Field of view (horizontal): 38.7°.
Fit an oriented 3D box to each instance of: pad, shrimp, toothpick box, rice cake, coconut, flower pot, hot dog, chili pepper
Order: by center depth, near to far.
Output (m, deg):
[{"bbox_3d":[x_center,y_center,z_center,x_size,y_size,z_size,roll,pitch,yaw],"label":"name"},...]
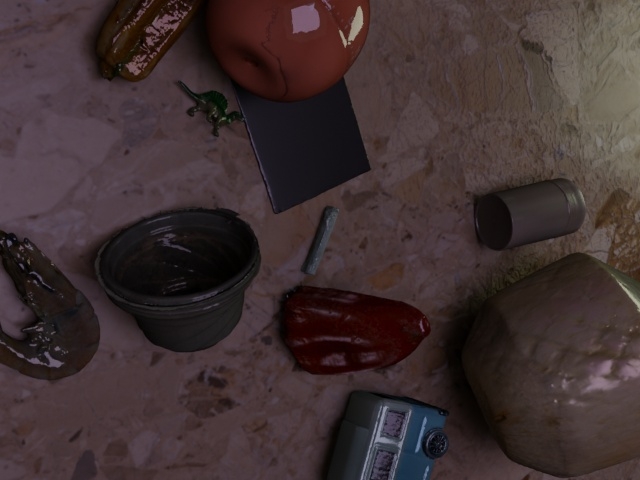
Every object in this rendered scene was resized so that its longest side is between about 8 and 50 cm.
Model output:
[{"bbox_3d":[-0.411,0.091,1.249,0.145,0.059,0.254,-43,120,-9],"label":"shrimp"},{"bbox_3d":[-0.238,-0.329,1.298,0.250,0.076,0.104,-55,138,-10],"label":"hot dog"},{"bbox_3d":[-0.194,0.067,1.303,0.235,0.235,0.140,-25,133,-26],"label":"flower pot"},{"bbox_3d":[0.065,0.151,1.435,0.136,0.252,0.144,17,78,-50],"label":"chili pepper"},{"bbox_3d":[-0.037,-0.217,1.467,0.202,0.005,0.300,-27,109,-25],"label":"pad"},{"bbox_3d":[0.000,0.000,1.503,0.021,0.022,0.121,27,82,-39],"label":"rice cake"},{"bbox_3d":[0.473,0.222,1.630,0.415,0.344,0.415,-6,119,-11],"label":"coconut"},{"bbox_3d":[0.388,-0.049,1.680,0.180,0.111,0.111,-12,102,-29],"label":"toothpick box"}]

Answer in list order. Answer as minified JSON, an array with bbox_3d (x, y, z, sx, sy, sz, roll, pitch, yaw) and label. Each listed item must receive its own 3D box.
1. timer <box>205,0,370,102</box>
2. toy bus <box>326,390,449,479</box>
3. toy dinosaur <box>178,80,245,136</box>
[{"bbox_3d":[-0.046,-0.322,1.313,0.229,0.229,0.215,46,63,-27],"label":"timer"},{"bbox_3d":[0.098,0.396,1.546,0.165,0.133,0.271,19,83,-26],"label":"toy bus"},{"bbox_3d":[-0.169,-0.207,1.381,0.119,0.029,0.060,41,59,-22],"label":"toy dinosaur"}]
